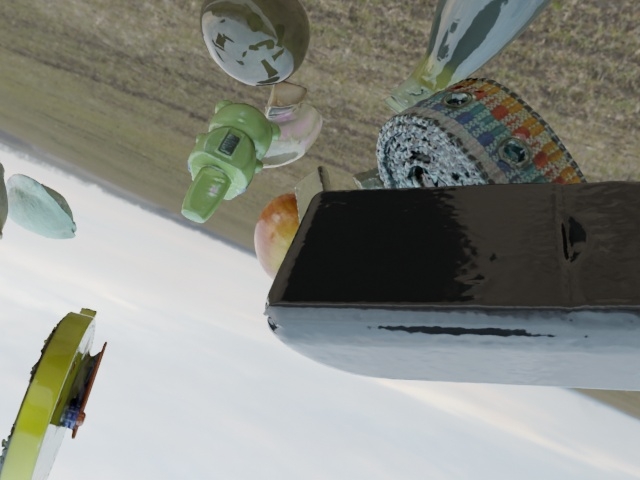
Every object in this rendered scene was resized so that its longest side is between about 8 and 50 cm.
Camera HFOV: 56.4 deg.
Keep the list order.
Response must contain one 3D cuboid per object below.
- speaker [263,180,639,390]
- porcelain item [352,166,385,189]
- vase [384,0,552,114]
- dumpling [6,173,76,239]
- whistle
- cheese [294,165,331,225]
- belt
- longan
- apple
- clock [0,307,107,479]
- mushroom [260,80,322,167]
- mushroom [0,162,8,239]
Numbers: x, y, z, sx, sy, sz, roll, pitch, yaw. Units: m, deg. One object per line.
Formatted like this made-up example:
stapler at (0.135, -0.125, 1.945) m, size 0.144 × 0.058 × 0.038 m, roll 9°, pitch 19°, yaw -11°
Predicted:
speaker at (0.166, 0.068, 0.534) m, size 0.388 × 0.180 × 0.184 m, roll 0°, pitch 129°, yaw 19°
porcelain item at (0.169, -0.130, 1.068) m, size 0.081 × 0.215 × 0.069 m, roll 60°, pitch -177°, yaw -31°
vase at (0.229, -0.328, 0.926) m, size 0.173 × 0.321 × 0.173 m, roll 27°, pitch -156°, yaw -13°
dumpling at (-0.651, -0.092, 1.384) m, size 0.216 × 0.149 × 0.105 m, roll 28°, pitch -156°, yaw 12°
whistle at (-0.132, -0.114, 0.842) m, size 0.105 × 0.228 × 0.085 m, roll 24°, pitch 145°, yaw -5°
cheese at (0.001, 0.002, 1.147) m, size 0.034 × 0.085 × 0.400 m, roll 38°, pitch -152°, yaw -36°
belt at (0.219, -0.071, 0.773) m, size 0.295 × 0.160 × 0.207 m, roll 49°, pitch 154°, yaw 20°
longan at (-0.124, -0.398, 1.151) m, size 0.220 × 0.197 × 0.196 m, roll 0°, pitch -169°, yaw -37°
apple at (-0.038, 0.009, 1.595) m, size 0.286 × 0.286 × 0.233 m, roll 25°, pitch -166°, yaw -23°
clock at (-0.361, 0.239, 0.828) m, size 0.071 × 0.277 × 0.293 m, roll 17°, pitch -170°, yaw -11°
mushroom at (-0.077, -0.259, 1.503) m, size 0.162 × 0.173 × 0.236 m, roll 11°, pitch 153°, yaw -12°
mushroom at (-0.645, -0.119, 1.126) m, size 0.278 × 0.096 × 0.099 m, roll 62°, pitch 161°, yaw 19°
